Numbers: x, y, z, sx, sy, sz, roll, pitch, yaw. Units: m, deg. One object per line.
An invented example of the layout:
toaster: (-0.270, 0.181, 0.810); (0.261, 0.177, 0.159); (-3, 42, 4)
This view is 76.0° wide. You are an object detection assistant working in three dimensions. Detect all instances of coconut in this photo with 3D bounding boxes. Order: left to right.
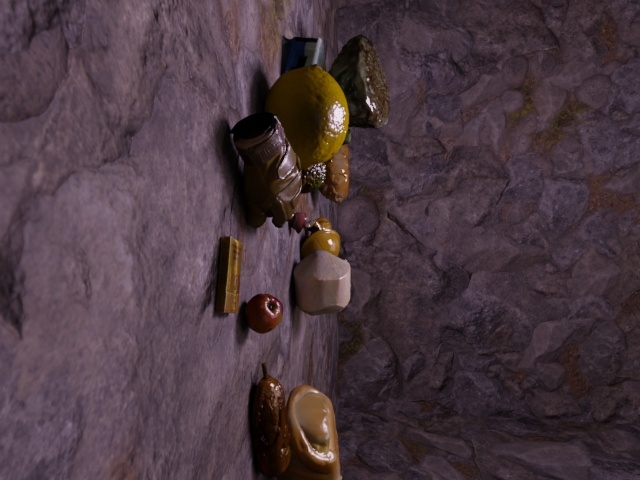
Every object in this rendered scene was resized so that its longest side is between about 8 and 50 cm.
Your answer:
coconut: (0.005, 0.155, 1.614); (0.239, 0.240, 0.244); (-72, 163, -66)

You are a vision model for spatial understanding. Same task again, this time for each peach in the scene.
peach: (-0.141, 0.180, 1.003); (0.101, 0.101, 0.100); (0, 90, -83)

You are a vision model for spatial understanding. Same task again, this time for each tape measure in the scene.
tape measure: (-0.051, -0.552, 1.473); (0.259, 0.138, 0.261); (64, 27, -71)

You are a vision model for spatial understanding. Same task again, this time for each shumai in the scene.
shumai: (0.102, -0.630, 1.772); (0.395, 0.349, 0.394); (35, 48, -50)

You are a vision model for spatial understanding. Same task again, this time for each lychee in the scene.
lychee: (-0.056, -0.243, 1.378); (0.171, 0.171, 0.171); (0, 90, -83)

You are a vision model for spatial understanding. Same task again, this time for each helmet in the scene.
helmet: (-0.091, -0.068, 1.518); (0.065, 0.049, 0.083); (50, -59, 51)

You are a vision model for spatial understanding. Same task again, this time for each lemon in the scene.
lemon: (-0.040, -0.349, 1.170); (0.267, 0.268, 0.267); (0, 90, -83)

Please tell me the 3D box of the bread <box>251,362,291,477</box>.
bread: (-0.131, 0.484, 1.103); (0.124, 0.084, 0.343); (-67, 156, -72)

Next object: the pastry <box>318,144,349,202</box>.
pastry: (0.052, -0.347, 2.069); (0.284, 0.185, 0.315); (83, 8, -62)

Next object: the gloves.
gloves: (-0.115, -0.142, 0.980); (0.331, 0.141, 0.154); (80, 11, -53)

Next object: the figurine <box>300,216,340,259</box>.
figurine: (0.005, -0.001, 1.817); (0.256, 0.167, 0.192); (-85, 158, -47)

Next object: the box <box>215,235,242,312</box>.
box: (-0.190, 0.074, 0.864); (0.089, 0.023, 0.156); (57, 34, -76)

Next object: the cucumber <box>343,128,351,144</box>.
cucumber: (0.030, -0.435, 1.793); (0.062, 0.212, 0.077); (70, 20, -64)

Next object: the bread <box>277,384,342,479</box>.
bread: (-0.051, 0.631, 1.301); (0.315, 0.212, 0.269); (-102, -177, -66)
